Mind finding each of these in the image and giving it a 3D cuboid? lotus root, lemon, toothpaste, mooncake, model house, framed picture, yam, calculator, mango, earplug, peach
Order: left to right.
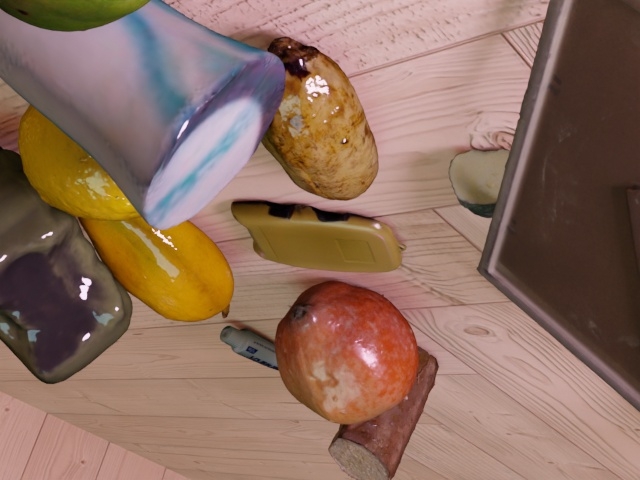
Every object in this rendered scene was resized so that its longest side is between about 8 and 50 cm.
[{"bbox_3d":[-0.420,0.024,1.336,0.351,0.187,0.351,40,163,15],"label":"mooncake"},{"bbox_3d":[-0.211,-0.179,0.877,0.324,0.185,0.185,38,158,11],"label":"earplug"},{"bbox_3d":[-0.239,-0.104,1.074,0.180,0.180,0.193,27,153,-21],"label":"lemon"},{"bbox_3d":[-0.238,0.020,1.410,0.176,0.119,0.317,0,143,40],"label":"mango"},{"bbox_3d":[-0.068,0.229,1.818,0.075,0.048,0.297,-10,147,45],"label":"toothpaste"},{"bbox_3d":[0.000,-0.109,1.007,0.110,0.097,0.258,3,156,21],"label":"lotus root"},{"bbox_3d":[0.000,0.000,1.304,0.236,0.033,0.157,6,152,19],"label":"calculator"},{"bbox_3d":[0.026,0.160,1.422,0.232,0.232,0.232,14,155,6],"label":"peach"},{"bbox_3d":[0.105,0.274,1.589,0.129,0.238,0.128,-15,126,46],"label":"yam"},{"bbox_3d":[0.186,-0.058,1.049,0.079,0.066,0.083,-6,167,20],"label":"model house"},{"bbox_3d":[0.291,0.000,0.834,0.326,0.028,0.446,44,155,25],"label":"framed picture"}]

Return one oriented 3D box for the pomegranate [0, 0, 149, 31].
[{"bbox_3d":[-0.168,-0.249,0.750,0.225,0.187,0.187,1,172,-45],"label":"pomegranate"}]
